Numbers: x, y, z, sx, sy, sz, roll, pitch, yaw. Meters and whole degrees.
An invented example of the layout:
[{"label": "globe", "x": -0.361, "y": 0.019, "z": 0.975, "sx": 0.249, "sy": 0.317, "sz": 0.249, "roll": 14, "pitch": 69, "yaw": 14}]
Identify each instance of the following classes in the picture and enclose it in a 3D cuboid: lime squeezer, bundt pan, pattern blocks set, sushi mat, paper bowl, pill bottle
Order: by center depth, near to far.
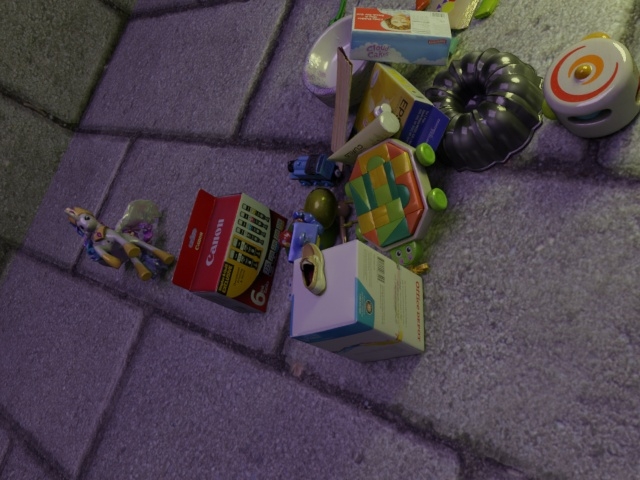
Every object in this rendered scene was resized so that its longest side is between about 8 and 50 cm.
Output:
[{"label": "bundt pan", "x": 0.389, "y": -0.345, "z": 1.645, "sx": 0.331, "sy": 0.124, "sz": 0.330, "roll": -21, "pitch": 55, "yaw": 33}, {"label": "pill bottle", "x": 0.148, "y": -0.319, "z": 1.688, "sx": 0.083, "sy": 0.044, "sz": 0.043, "roll": -40, "pitch": 41, "yaw": 55}, {"label": "sushi mat", "x": 0.058, "y": -0.365, "z": 1.832, "sx": 0.151, "sy": 0.019, "sz": 0.316, "roll": -110, "pitch": 20, "yaw": -54}, {"label": "pattern blocks set", "x": 0.392, "y": -0.690, "z": 1.893, "sx": 0.324, "sy": 0.026, "sz": 0.285, "roll": -56, "pitch": 44, "yaw": 4}, {"label": "paper bowl", "x": 0.097, "y": -0.532, "z": 1.990, "sx": 0.284, "sy": 0.148, "sz": 0.284, "roll": -21, "pitch": 55, "yaw": 34}, {"label": "lime squeezer", "x": 0.090, "y": -0.703, "z": 2.168, "sx": 0.110, "sy": 0.058, "sz": 0.310, "roll": -21, "pitch": 47, "yaw": -4}]

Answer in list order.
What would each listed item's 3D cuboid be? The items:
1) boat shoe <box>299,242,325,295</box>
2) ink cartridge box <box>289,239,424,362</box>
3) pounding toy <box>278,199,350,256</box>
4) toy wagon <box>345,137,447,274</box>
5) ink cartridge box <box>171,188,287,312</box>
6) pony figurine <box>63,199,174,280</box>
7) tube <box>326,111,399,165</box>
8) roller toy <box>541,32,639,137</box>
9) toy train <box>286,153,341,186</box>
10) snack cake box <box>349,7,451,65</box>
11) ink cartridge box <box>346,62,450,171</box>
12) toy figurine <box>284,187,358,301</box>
[{"label": "boat shoe", "x": -0.022, "y": 0.058, "z": 1.468, "sx": 0.050, "sy": 0.045, "sz": 0.135, "roll": -36, "pitch": 48, "yaw": 25}, {"label": "ink cartridge box", "x": 0.092, "y": 0.155, "z": 1.542, "sx": 0.197, "sy": 0.270, "sz": 0.198, "roll": -19, "pitch": 57, "yaw": 36}, {"label": "pounding toy", "x": -0.036, "y": -0.029, "z": 1.871, "sx": 0.237, "sy": 0.110, "sz": 0.182, "roll": -15, "pitch": 60, "yaw": 37}, {"label": "toy wagon", "x": 0.190, "y": -0.078, "z": 1.640, "sx": 0.267, "sy": 0.068, "sz": 0.344, "roll": -25, "pitch": 73, "yaw": 43}, {"label": "ink cartridge box", "x": -0.262, "y": 0.029, "z": 1.928, "sx": 0.130, "sy": 0.272, "sz": 0.309, "roll": -4, "pitch": 67, "yaw": 41}, {"label": "pony figurine", "x": -0.701, "y": 0.000, "z": 2.335, "sx": 0.364, "sy": 0.351, "sz": 0.302, "roll": 33, "pitch": 96, "yaw": 28}, {"label": "tube", "x": 0.116, "y": -0.254, "z": 1.711, "sx": 0.062, "sy": 0.070, "sz": 0.240, "roll": -49, "pitch": 10, "yaw": -35}, {"label": "roller toy", "x": 0.599, "y": -0.339, "z": 1.434, "sx": 0.209, "sy": 0.146, "sz": 0.191, "roll": -48, "pitch": 45, "yaw": 11}, {"label": "toy train", "x": -0.024, "y": -0.213, "z": 1.960, "sx": 0.184, "sy": 0.105, "sz": 0.080, "roll": 7, "pitch": 73, "yaw": 44}, {"label": "snack cake box", "x": 0.214, "y": -0.555, "z": 1.772, "sx": 0.265, "sy": 0.089, "sz": 0.152, "roll": 5, "pitch": 44, "yaw": 2}, {"label": "ink cartridge box", "x": 0.183, "y": -0.268, "z": 1.736, "sx": 0.307, "sy": 0.072, "sz": 0.303, "roll": 60, "pitch": 138, "yaw": 46}, {"label": "toy figurine", "x": 0.000, "y": 0.000, "z": 1.696, "sx": 0.192, "sy": 0.217, "sz": 0.362, "roll": 7, "pitch": 74, "yaw": 16}]
